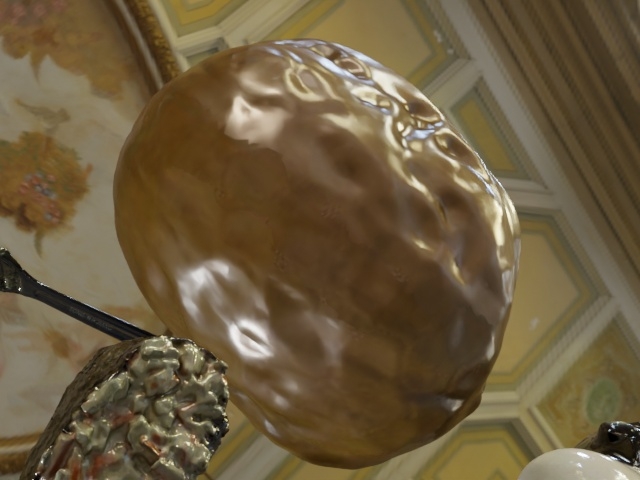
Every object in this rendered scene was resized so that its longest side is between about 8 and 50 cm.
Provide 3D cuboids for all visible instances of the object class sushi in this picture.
[{"bbox_3d":[-0.116,0.124,0.515,0.090,0.078,0.150,41,-113,-22],"label":"sushi"}]

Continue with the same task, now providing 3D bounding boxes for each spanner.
[{"bbox_3d":[-0.217,0.058,0.786,0.208,0.046,0.012,30,-137,-19],"label":"spanner"}]

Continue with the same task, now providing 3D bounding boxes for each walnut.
[{"bbox_3d":[0.000,0.000,0.790,0.308,0.354,0.398,-42,-103,7],"label":"walnut"}]

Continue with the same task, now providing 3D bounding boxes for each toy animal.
[{"bbox_3d":[0.310,0.319,0.969,0.266,0.212,0.213,-12,-77,-46],"label":"toy animal"}]
